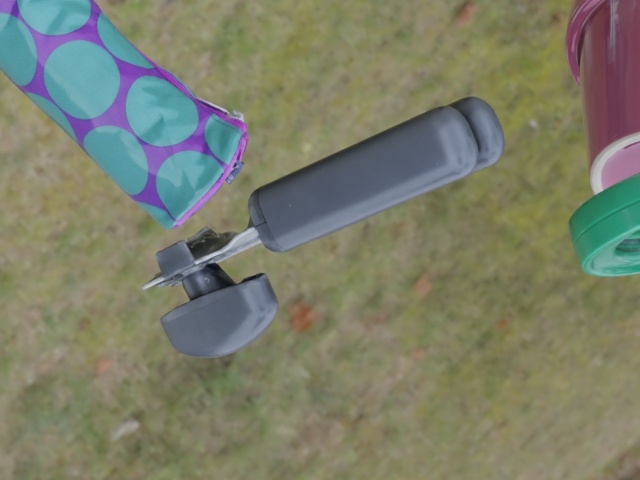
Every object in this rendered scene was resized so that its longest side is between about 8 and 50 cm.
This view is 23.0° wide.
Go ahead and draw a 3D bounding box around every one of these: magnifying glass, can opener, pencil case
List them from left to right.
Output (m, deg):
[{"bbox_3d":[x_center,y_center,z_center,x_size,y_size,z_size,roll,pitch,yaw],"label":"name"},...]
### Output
[{"bbox_3d":[-0.105,-0.078,0.797,0.070,0.152,0.064,-47,-179,6],"label":"pencil case"},{"bbox_3d":[0.000,0.000,1.030,0.283,0.095,0.076,-23,180,35],"label":"can opener"},{"bbox_3d":[0.205,-0.028,0.596,0.231,0.026,0.092,-12,163,-9],"label":"magnifying glass"}]

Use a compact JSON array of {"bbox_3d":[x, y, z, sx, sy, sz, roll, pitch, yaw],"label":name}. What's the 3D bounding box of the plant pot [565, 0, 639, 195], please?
[{"bbox_3d":[0.276,-0.109,1.181,0.201,0.201,0.180,90,13,-56],"label":"plant pot"}]
